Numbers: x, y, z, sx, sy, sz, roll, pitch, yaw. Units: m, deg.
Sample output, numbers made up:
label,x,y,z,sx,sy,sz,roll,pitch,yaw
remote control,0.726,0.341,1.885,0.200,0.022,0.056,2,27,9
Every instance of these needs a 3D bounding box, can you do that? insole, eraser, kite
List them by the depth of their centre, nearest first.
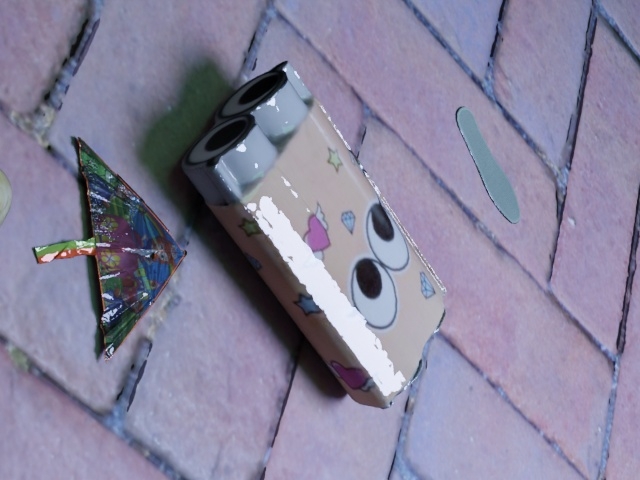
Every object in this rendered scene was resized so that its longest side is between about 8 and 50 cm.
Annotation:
label,x,y,z,sx,sy,sz,roll,pitch,yaw
kite,-0.170,0.008,1.221,0.159,0.010,0.190,7,69,-48
eraser,0.000,0.000,1.370,0.290,0.087,0.171,54,40,-23
insole,0.194,-0.085,1.712,0.053,0.002,0.152,-42,109,-50

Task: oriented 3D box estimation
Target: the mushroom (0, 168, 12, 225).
label,x,y,z,sx,sy,sz,roll,pitch,yaw
mushroom,-0.282,-0.040,1.001,0.148,0.148,0.112,9,87,-49
